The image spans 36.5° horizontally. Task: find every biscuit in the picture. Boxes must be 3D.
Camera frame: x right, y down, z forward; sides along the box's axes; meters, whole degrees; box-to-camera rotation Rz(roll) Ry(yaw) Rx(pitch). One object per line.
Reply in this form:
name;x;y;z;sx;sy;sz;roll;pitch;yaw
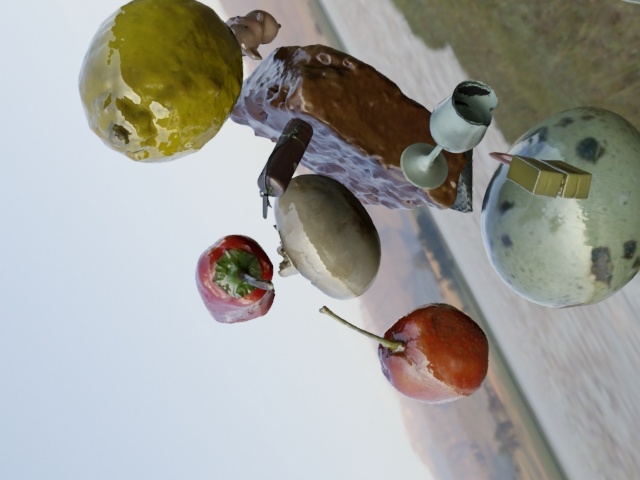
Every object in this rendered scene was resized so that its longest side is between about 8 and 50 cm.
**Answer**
biscuit;0.054;-0.210;1.848;0.395;0.166;0.343;33;171;-27

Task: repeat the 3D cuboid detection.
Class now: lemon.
lemon;-0.268;-0.272;1.623;0.285;0.285;0.316;63;-159;5

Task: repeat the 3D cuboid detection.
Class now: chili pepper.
chili pepper;-0.145;0.053;1.620;0.338;0.135;0.131;99;163;-78

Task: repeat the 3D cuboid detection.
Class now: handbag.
handbag;0.246;-0.169;2.170;0.270;0.089;0.175;30;130;47

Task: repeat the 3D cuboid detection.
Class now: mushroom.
mushroom;0.000;0.000;1.603;0.226;0.178;0.226;55;-173;-11

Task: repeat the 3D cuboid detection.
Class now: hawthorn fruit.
hawthorn fruit;0.124;0.151;1.410;0.285;0.165;0.165;22;-146;-42

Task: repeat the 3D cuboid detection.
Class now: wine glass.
wine glass;0.177;-0.145;1.343;0.079;0.079;0.195;64;158;13

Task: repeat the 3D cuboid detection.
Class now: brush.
brush;0.357;-0.126;1.656;0.233;0.103;0.047;-131;49;-65

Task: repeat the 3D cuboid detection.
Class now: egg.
egg;0.498;-0.064;1.936;0.345;0.345;0.428;-110;18;-51

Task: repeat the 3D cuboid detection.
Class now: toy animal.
toy animal;-0.127;-0.383;1.799;0.150;0.083;0.089;-42;-67;-40

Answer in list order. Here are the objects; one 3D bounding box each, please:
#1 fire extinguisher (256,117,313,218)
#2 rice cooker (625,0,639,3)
fire extinguisher;-0.056;-0.112;1.369;0.078;0.045;0.157;80;-152;-48
rice cooker;0.578;-0.584;1.704;0.335;0.335;0.325;61;-160;-16
